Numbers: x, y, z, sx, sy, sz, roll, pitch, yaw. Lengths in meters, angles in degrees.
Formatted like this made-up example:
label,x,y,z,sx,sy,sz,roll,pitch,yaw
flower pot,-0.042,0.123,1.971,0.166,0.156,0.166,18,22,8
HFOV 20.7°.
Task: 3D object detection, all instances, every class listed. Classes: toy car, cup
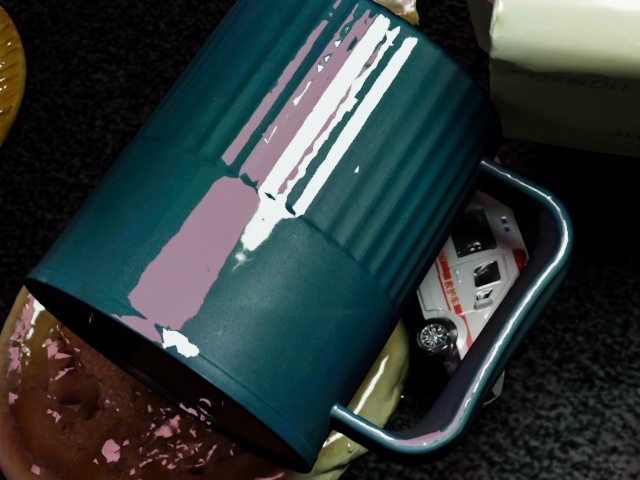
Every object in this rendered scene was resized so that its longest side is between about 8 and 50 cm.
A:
label,x,y,z,sx,sy,sz,roll,pitch,yaw
toy car,0.118,0.030,1.374,0.108,0.089,0.210,-18,53,5
cup,-0.011,-0.010,1.252,0.308,0.242,0.292,21,72,40

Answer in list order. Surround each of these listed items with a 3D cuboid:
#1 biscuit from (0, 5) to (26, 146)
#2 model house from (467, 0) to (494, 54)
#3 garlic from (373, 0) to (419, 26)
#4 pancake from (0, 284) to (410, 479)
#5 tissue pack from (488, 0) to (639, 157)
label,x,y,z,sx,sy,sz,roll,pitch,yaw
biscuit,-0.431,-0.133,1.669,0.318,0.040,0.318,-7,56,11
model house,0.216,-0.206,1.494,0.149,0.100,0.127,-38,56,-12
garlic,0.021,-0.205,1.568,0.152,0.066,0.084,-25,56,-3
pancake,-0.110,0.092,1.416,0.356,0.065,0.356,-8,60,14
tissue pack,0.323,-0.163,1.232,0.405,0.332,0.205,8,85,7
